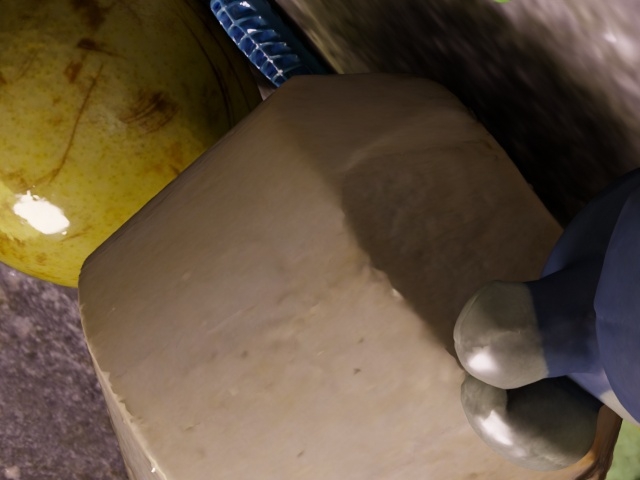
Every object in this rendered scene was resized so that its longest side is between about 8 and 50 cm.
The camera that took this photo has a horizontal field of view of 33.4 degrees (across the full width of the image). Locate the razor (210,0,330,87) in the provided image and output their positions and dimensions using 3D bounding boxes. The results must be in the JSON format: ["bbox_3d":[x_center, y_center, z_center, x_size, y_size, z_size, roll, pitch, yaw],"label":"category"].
[{"bbox_3d":[0.011,-0.088,0.776,0.082,0.042,0.253,-26,120,34],"label":"razor"}]

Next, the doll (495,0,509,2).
[{"bbox_3d":[0.031,-0.152,0.359,0.115,0.050,0.190,21,158,46],"label":"doll"}]

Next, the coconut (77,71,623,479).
[{"bbox_3d":[0.009,0.067,0.617,0.323,0.323,0.323,40,171,8],"label":"coconut"}]

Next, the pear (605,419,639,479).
[{"bbox_3d":[0.087,0.170,0.929,0.239,0.342,0.318,60,-177,3],"label":"pear"}]

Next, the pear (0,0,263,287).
[{"bbox_3d":[-0.180,-0.096,0.851,0.283,0.283,0.283,40,171,8],"label":"pear"}]

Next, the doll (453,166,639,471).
[{"bbox_3d":[0.170,0.034,0.361,0.228,0.154,0.258,9,-178,-7],"label":"doll"}]
